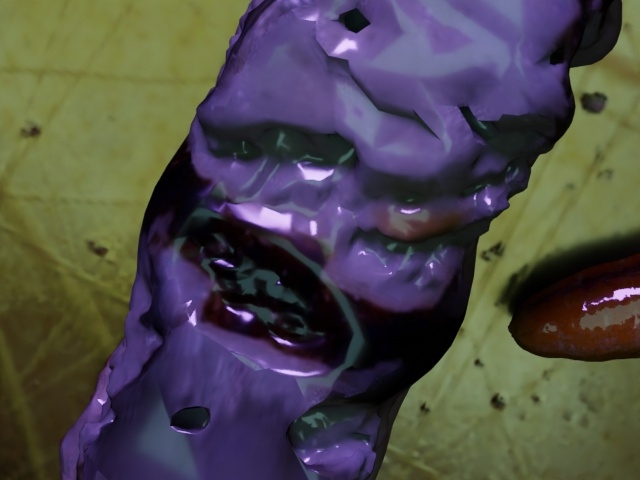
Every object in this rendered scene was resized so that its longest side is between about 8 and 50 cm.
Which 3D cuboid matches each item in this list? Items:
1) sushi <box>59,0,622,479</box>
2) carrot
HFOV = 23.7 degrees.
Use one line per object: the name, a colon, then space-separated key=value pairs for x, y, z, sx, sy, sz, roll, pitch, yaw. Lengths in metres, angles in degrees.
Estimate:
sushi: x=0.000 y=0.000 z=0.552 sx=0.124 sy=0.130 sz=0.332 roll=25 pitch=103 yaw=-4
carrot: x=0.142 y=0.021 z=0.599 sx=0.139 sy=0.048 sz=0.048 roll=-9 pitch=102 yaw=6
